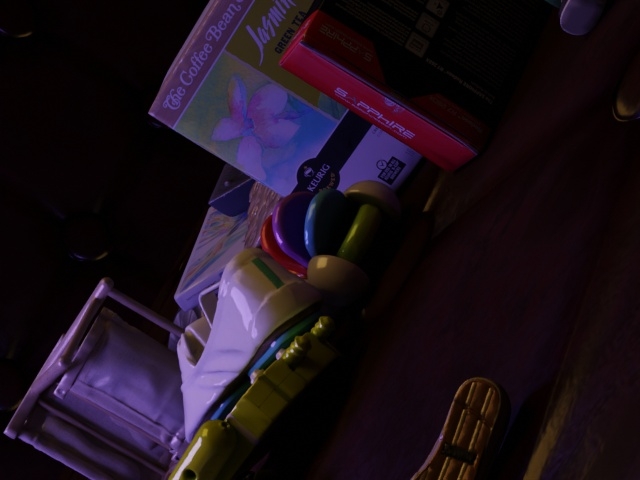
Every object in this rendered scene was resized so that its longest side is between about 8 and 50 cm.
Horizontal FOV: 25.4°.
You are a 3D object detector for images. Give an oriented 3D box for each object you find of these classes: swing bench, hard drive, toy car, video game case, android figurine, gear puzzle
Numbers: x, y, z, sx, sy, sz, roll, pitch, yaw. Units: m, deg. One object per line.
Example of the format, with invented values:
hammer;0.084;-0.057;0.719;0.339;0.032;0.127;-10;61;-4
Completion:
swing bench;-0.264;0.225;1.969;0.255;0.253;0.165;-47;15;49
hard drive;-0.049;-0.134;2.198;0.254;0.054;0.172;-30;19;19
toy car;0.000;0.000;1.668;0.159;0.136;0.182;-63;11;-28
video game case;-0.073;-0.047;2.172;0.300;0.036;0.329;-31;19;18
android figurine;-0.068;0.191;1.520;0.273;0.056;0.248;-56;-11;29
gear puzzle;-0.055;-0.047;1.954;0.339;0.044;0.175;-90;24;-60

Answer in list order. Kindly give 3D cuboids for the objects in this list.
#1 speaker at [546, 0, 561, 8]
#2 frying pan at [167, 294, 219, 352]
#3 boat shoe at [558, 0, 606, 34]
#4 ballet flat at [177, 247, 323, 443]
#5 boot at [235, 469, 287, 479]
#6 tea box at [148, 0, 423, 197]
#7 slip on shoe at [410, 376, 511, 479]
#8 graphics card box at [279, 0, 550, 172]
speaker;0.289;-0.385;1.426;0.296;0.131;0.131;-56;10;17
frying pan;-0.215;0.194;2.208;0.326;0.053;0.197;-42;48;51
boat shoe;0.270;-0.257;1.349;0.042;0.049;0.133;-81;19;-47
ballet flat;-0.103;0.123;1.695;0.139;0.139;0.400;-65;4;-32
boot;-0.107;0.337;1.400;0.246;0.083;0.161;-56;1;-17
tea box;0.013;-0.238;1.780;0.329;0.323;0.220;-55;10;24
slip on shoe;0.094;0.161;0.985;0.041;0.051;0.135;33;-102;-60
graphics card box;0.137;-0.287;1.577;0.371;0.233;0.094;-64;10;-23
